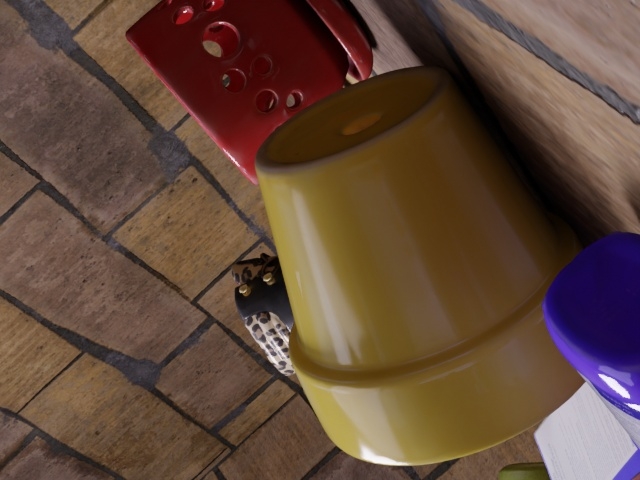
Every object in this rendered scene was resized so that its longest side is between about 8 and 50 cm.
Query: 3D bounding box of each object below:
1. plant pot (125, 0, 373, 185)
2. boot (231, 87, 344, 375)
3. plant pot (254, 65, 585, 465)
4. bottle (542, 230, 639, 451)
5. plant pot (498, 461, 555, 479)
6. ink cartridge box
[{"bbox_3d":[-0.061,-0.177,1.007,0.191,0.174,0.191,47,-178,-2],"label":"plant pot"},{"bbox_3d":[0.000,0.000,1.507,0.377,0.284,0.138,62,-158,-11],"label":"boot"},{"bbox_3d":[0.071,0.005,0.843,0.239,0.254,0.254,65,174,-22],"label":"plant pot"},{"bbox_3d":[0.249,0.113,0.697,0.283,0.092,0.118,47,179,-36],"label":"bottle"},{"bbox_3d":[0.301,0.403,1.075,0.366,0.366,0.353,45,-136,-71],"label":"plant pot"},{"bbox_3d":[0.263,0.207,0.920,0.208,0.045,0.206,105,155,-53],"label":"ink cartridge box"}]
